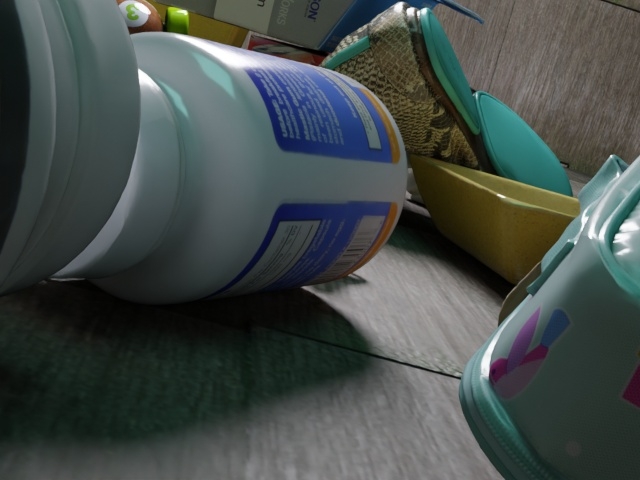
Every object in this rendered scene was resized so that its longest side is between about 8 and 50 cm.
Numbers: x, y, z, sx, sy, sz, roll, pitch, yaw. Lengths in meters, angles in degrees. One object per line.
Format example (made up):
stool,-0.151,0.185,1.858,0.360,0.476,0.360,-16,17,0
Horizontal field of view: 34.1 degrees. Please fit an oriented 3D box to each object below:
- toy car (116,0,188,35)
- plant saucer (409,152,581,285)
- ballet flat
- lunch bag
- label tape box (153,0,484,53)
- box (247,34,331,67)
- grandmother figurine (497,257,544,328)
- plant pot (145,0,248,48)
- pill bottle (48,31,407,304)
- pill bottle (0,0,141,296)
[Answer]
toy car,-0.250,-0.231,1.379,0.155,0.149,0.188,1,26,-14
plant saucer,0.270,0.008,1.061,0.333,0.081,0.333,15,9,-13
ballet flat,0.148,-0.126,1.287,0.182,0.164,0.483,-21,-29,25
lunch bag,0.185,0.059,0.432,0.224,0.108,0.279,37,26,13
label tape box,0.004,-0.295,1.319,0.348,0.115,0.249,22,13,19
box,0.000,-0.173,1.387,0.142,0.154,0.300,19,10,14
grandmother figurine,0.274,0.085,0.681,0.342,0.104,0.207,13,38,-32
plant pot,-0.233,-0.314,1.650,0.212,0.187,0.212,17,11,-1
pill bottle,-0.068,-0.041,0.621,0.152,0.152,0.272,22,12,27
pill bottle,-0.202,-0.040,0.277,0.204,0.204,0.361,19,11,13
